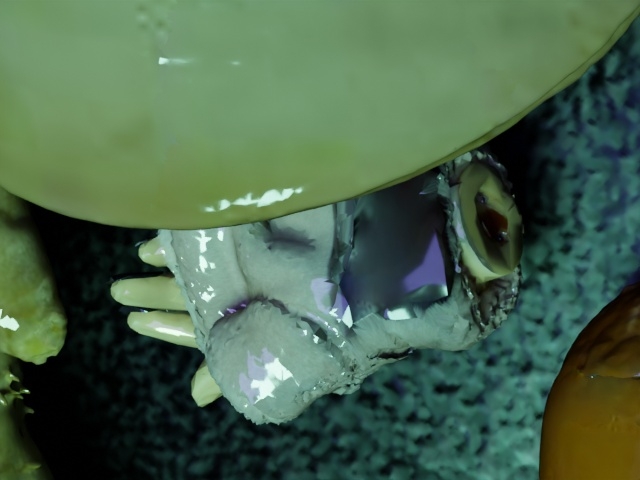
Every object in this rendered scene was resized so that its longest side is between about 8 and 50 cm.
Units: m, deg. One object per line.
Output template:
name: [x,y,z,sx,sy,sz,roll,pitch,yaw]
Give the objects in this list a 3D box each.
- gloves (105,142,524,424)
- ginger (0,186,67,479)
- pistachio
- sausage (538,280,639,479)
gloves: [0.004,0.008,0.576,0.144,0.094,0.110,11,98,36]
ginger: [-0.159,0.102,0.642,0.363,0.122,0.348,47,121,19]
pistachio: [-0.012,-0.104,0.525,0.260,0.163,0.213,7,86,15]
sausage: [0.136,0.171,0.525,0.102,0.102,0.330,-12,86,23]
